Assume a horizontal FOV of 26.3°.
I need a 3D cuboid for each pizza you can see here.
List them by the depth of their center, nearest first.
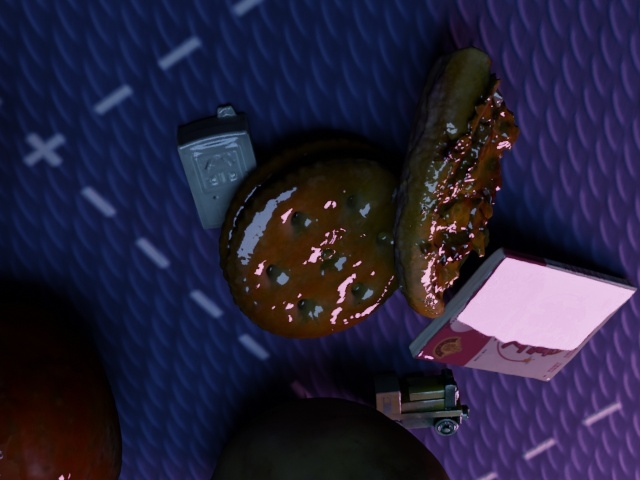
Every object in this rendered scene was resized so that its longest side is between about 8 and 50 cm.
[{"bbox_3d":[0.135,-0.054,1.353,0.086,0.161,0.305,21,126,25],"label":"pizza"}]

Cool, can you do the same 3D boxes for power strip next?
[{"bbox_3d":[-0.093,-0.052,1.404,0.075,0.042,0.175,-14,126,3],"label":"power strip"}]

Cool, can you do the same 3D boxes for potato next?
[{"bbox_3d":[0.012,0.294,1.529,0.221,0.326,0.243,-24,96,-32],"label":"potato"}]

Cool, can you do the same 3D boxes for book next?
[{"bbox_3d":[0.225,0.085,1.501,0.232,0.022,0.162,14,127,-40],"label":"book"}]

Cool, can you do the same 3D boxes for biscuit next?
[{"bbox_3d":[0.000,0.000,1.407,0.220,0.066,0.220,-13,126,-18],"label":"biscuit"}]

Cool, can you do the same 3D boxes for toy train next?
[{"bbox_3d":[0.112,0.191,1.601,0.122,0.050,0.081,-6,119,0],"label":"toy train"}]

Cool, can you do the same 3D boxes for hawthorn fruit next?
[{"bbox_3d":[-0.345,0.189,1.426,0.275,0.275,0.299,-5,116,-2],"label":"hawthorn fruit"}]
